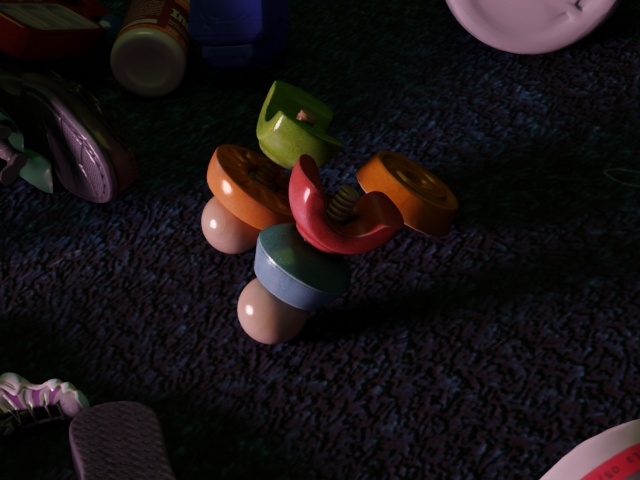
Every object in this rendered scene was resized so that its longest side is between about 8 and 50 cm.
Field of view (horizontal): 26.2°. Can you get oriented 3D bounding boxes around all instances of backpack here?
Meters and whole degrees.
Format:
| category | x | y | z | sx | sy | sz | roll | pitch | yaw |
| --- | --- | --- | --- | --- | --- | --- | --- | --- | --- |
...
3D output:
| category | x | y | z | sx | sy | sz | roll | pitch | yaw |
| --- | --- | --- | --- | --- | --- | --- | --- | --- | --- |
| backpack | -0.090 | -0.239 | 1.542 | 0.098 | 0.101 | 0.120 | 6 | 7 | 15 |

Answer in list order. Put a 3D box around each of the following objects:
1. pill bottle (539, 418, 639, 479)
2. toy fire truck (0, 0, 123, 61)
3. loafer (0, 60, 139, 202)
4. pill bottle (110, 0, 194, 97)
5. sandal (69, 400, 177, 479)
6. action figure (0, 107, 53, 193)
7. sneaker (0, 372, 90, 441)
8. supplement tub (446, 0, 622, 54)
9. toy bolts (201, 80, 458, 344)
| category | x | y | z | sx | sy | sz | roll | pitch | yaw |
| --- | --- | --- | --- | --- | --- | --- | --- | --- | --- |
| pill bottle | 0.241 | 0.252 | 0.729 | 0.176 | 0.176 | 0.318 | -20 | 37 | -14 |
| toy fire truck | -0.357 | -0.277 | 1.583 | 0.254 | 0.169 | 0.302 | 32 | 16 | 12 |
| loafer | -0.262 | -0.132 | 1.435 | 0.095 | 0.109 | 0.302 | -26 | 36 | -28 |
| pill bottle | -0.185 | -0.235 | 1.566 | 0.086 | 0.086 | 0.152 | -4 | 37 | 8 |
| sandal | -0.137 | 0.205 | 0.998 | 0.097 | 0.054 | 0.254 | -5 | 26 | -5 |
| action figure | -0.371 | -0.126 | 1.455 | 0.063 | 0.137 | 0.232 | -35 | 33 | -17 |
| sneaker | -0.239 | 0.144 | 1.110 | 0.098 | 0.038 | 0.069 | 2 | 38 | 31 |
| supplement tub | 0.231 | -0.375 | 1.556 | 0.207 | 0.207 | 0.338 | -5 | 36 | 6 |
| toy bolts | 0.000 | 0.000 | 1.209 | 0.218 | 0.158 | 0.228 | 28 | 21 | -16 |
